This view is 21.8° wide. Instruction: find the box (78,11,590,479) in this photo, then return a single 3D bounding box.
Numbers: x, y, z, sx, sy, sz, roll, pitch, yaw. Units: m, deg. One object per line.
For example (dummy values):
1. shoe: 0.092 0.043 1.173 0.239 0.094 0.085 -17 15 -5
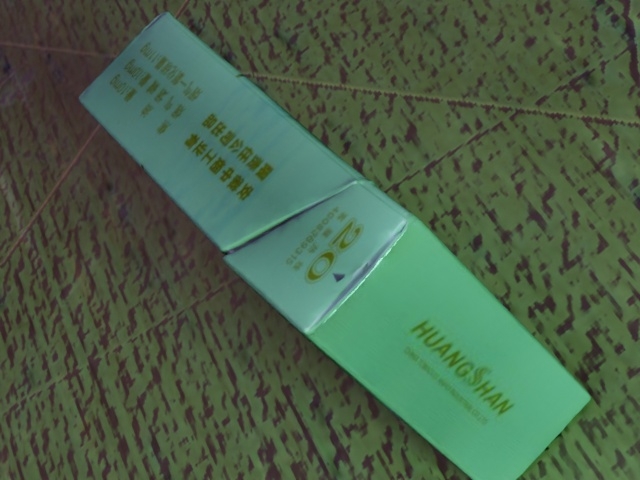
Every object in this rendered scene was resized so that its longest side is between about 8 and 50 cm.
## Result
1. box: 0.001 0.001 0.736 0.067 0.149 0.233 -49 40 1
